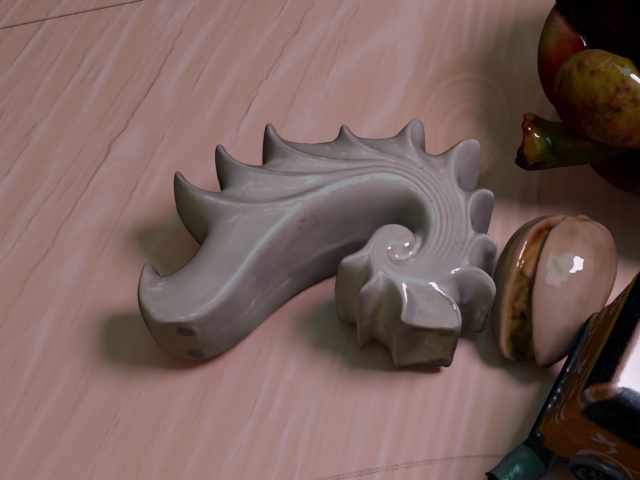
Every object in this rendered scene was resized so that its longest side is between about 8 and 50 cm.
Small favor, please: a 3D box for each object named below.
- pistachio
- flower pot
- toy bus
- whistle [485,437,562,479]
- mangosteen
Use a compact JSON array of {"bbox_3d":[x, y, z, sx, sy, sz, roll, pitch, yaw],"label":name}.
[{"bbox_3d":[0.245,0.047,0.897,0.125,0.124,0.184,21,74,20],"label":"pistachio"},{"bbox_3d":[0.000,0.000,0.922,0.368,0.164,0.254,1,58,5],"label":"flower pot"},{"bbox_3d":[0.367,0.172,0.713,0.324,0.194,0.162,30,63,11],"label":"toy bus"},{"bbox_3d":[0.241,0.185,0.833,0.186,0.039,0.039,-33,57,-19],"label":"whistle"},{"bbox_3d":[0.414,-0.217,0.925,0.435,0.382,0.382,-44,60,-15],"label":"mangosteen"}]
